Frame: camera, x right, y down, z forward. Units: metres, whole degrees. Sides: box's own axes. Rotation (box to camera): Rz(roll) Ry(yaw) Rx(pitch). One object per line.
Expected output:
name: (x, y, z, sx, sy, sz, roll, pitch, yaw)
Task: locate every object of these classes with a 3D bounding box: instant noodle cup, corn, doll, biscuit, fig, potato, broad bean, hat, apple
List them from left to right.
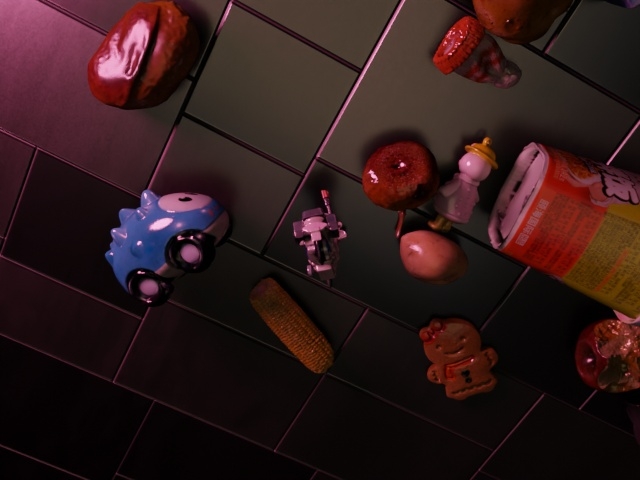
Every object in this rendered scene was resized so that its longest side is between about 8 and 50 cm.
broad bean: (-0.316, -0.327, 1.129, 0.228, 0.122, 0.156, -40, 77, 12)
corn: (-0.058, 0.190, 1.374, 0.081, 0.081, 0.248, -33, 109, 16)
fig: (0.167, -0.096, 1.234, 0.146, 0.133, 0.201, -1, 147, 19)
potato: (0.231, 0.036, 1.281, 0.147, 0.112, 0.112, 20, 114, -14)
biscuit: (0.313, 0.265, 1.419, 0.166, 0.036, 0.225, -19, 112, 12)
doll: (0.278, -0.106, 1.223, 0.129, 0.081, 0.207, 7, 116, -45)
hat: (0.294, -0.322, 1.126, 0.162, 0.093, 0.112, 29, 138, -17)
potato: (0.316, -0.501, 0.999, 0.196, 0.176, 0.369, -13, 108, 5)
instant noodle cup: (0.497, -0.028, 1.170, 0.308, 0.294, 0.293, 22, 113, 0)
apple: (0.634, 0.243, 1.341, 0.158, 0.147, 0.156, -4, 82, -6)

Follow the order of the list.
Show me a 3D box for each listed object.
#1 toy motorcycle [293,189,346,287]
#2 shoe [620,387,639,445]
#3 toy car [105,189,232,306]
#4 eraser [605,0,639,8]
toy motorcycle: (0.000, 0.000, 1.237, 0.102, 0.221, 0.150, -9, 69, 4)
shoe: (0.720, 0.340, 1.402, 0.093, 0.108, 0.241, 9, 107, 0)
toy car: (-0.307, -0.006, 1.239, 0.255, 0.188, 0.190, -35, 102, 19)
eraser: (0.451, -0.528, 0.994, 0.043, 0.144, 0.311, -21, 112, 14)
